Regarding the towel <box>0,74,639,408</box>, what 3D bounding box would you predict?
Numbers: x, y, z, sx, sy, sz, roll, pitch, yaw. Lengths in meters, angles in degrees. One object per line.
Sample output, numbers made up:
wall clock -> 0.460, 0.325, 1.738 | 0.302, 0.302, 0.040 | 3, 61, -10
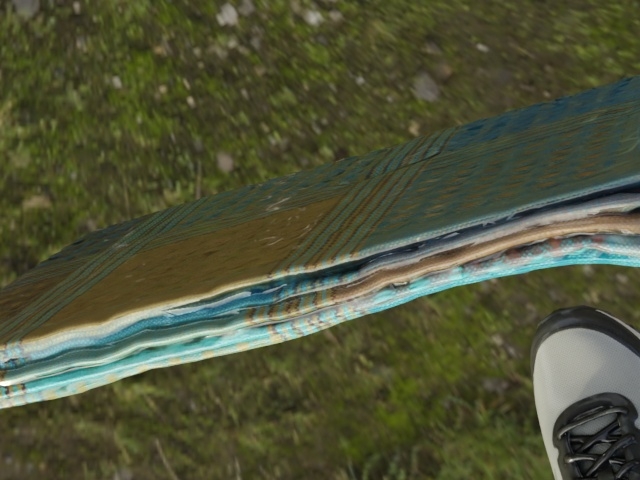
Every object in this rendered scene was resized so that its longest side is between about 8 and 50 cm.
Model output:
towel -> 0.000, 0.000, 0.715 | 0.370, 0.271, 0.040 | -15, 100, 21

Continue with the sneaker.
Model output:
sneaker -> 0.198, 0.166, 0.969 | 0.100, 0.108, 0.272 | -26, 72, 24
